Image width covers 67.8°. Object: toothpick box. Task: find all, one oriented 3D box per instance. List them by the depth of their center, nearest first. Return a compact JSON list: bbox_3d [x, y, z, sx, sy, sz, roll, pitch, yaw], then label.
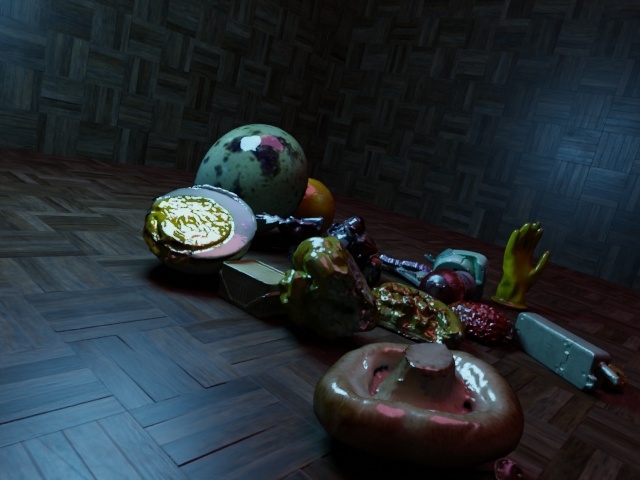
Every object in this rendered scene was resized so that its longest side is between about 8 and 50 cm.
[{"bbox_3d":[0.404,0.146,1.444,0.098,0.099,0.149,20,13,30],"label":"toothpick box"}]

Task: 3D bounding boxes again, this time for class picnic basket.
[{"bbox_3d":[-0.141,0.105,1.069,0.164,0.080,0.115,22,13,34],"label":"picnic basket"}]

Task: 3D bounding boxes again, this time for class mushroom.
[{"bbox_3d":[0.132,0.220,0.657,0.278,0.146,0.278,4,12,-1],"label":"mushroom"}]

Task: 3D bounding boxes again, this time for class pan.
[{"bbox_3d":[-0.198,0.012,1.575,0.136,0.028,0.235,21,10,35],"label":"pan"}]

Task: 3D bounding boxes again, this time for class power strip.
[{"bbox_3d":[0.561,0.260,1.093,0.053,0.093,0.288,7,13,-21],"label":"power strip"}]

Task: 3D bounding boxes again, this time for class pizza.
[{"bbox_3d":[0.250,0.174,1.198,0.257,0.087,0.268,21,11,22],"label":"pizza"}]

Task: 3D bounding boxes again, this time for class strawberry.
[{"bbox_3d":[0.404,0.202,1.224,0.140,0.085,0.192,4,13,-31],"label":"strawberry"}]

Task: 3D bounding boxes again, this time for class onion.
[{"bbox_3d":[0.339,0.142,1.326,0.131,0.131,0.131,13,12,-3],"label":"onion"}]

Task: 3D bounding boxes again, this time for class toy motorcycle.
[{"bbox_3d":[0.000,0.000,1.433,0.400,0.207,0.134,14,-10,9],"label":"toy motorcycle"}]

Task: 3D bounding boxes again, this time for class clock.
[{"bbox_3d":[0.438,0.107,1.563,0.210,0.159,0.066,11,35,28],"label":"clock"}]

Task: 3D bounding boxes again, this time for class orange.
[{"bbox_3d":[-0.064,-0.117,1.817,0.246,0.246,0.246,13,12,-3],"label":"orange"}]

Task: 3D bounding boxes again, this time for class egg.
[{"bbox_3d":[-0.298,0.005,1.184,0.264,0.174,0.286,4,36,-14],"label":"egg"},{"bbox_3d":[-0.235,-0.186,1.589,0.345,0.428,0.345,37,24,-20],"label":"egg"}]

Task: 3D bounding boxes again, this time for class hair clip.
[{"bbox_3d":[0.281,0.102,1.606,0.106,0.085,0.292,27,-4,-39],"label":"hair clip"}]

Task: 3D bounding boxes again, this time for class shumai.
[{"bbox_3d":[0.209,0.293,0.567,0.083,0.081,0.082,14,10,7],"label":"shumai"}]

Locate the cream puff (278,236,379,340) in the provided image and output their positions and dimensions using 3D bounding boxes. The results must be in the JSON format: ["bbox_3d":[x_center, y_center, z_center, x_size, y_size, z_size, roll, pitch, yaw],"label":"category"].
[{"bbox_3d":[0.004,0.100,0.978,0.194,0.221,0.195,-26,24,12],"label":"cream puff"}]

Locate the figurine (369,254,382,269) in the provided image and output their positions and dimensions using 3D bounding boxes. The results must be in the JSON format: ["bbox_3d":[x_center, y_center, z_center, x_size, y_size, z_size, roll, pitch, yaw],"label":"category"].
[{"bbox_3d":[0.107,0.064,1.535,0.195,0.112,0.102,26,30,29],"label":"figurine"}]

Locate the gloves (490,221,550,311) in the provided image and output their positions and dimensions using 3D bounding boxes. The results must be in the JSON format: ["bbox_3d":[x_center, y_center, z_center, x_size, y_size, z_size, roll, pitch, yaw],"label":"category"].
[{"bbox_3d":[0.666,0.078,1.580,0.133,0.295,0.116,4,14,-40],"label":"gloves"}]

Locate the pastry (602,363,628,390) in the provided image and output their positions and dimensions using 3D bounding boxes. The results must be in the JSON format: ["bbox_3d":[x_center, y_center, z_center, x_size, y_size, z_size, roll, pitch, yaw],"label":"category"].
[{"bbox_3d":[0.644,0.296,1.109,0.080,0.056,0.140,21,5,-25],"label":"pastry"}]
